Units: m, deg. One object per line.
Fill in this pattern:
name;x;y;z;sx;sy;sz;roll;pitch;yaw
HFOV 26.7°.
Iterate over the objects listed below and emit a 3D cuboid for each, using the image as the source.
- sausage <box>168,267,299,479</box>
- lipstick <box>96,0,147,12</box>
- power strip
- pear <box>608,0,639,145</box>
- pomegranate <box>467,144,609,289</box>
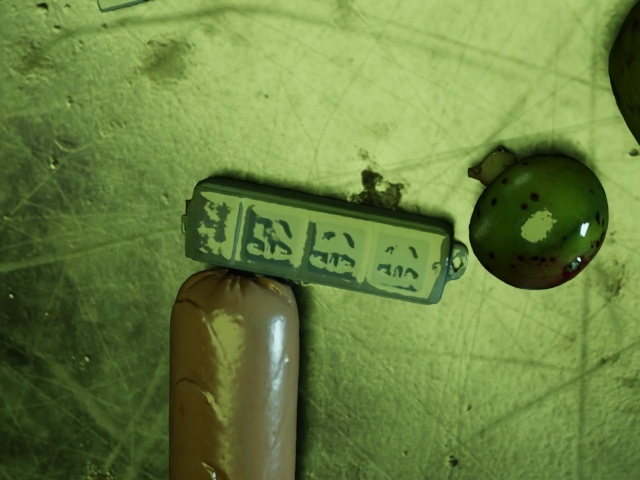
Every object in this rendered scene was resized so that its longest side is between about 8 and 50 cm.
sausage;-0.082;0.174;1.261;0.121;0.121;0.304;4;104;8
lipstick;-0.151;-0.233;1.227;0.107;0.025;0.025;-14;101;5
power strip;0.000;0.001;1.243;0.272;0.052;0.078;11;104;6
pear;0.384;-0.119;1.062;0.307;0.253;0.253;36;106;10
pomegranate;0.190;-0.019;1.184;0.130;0.130;0.130;2;103;8
